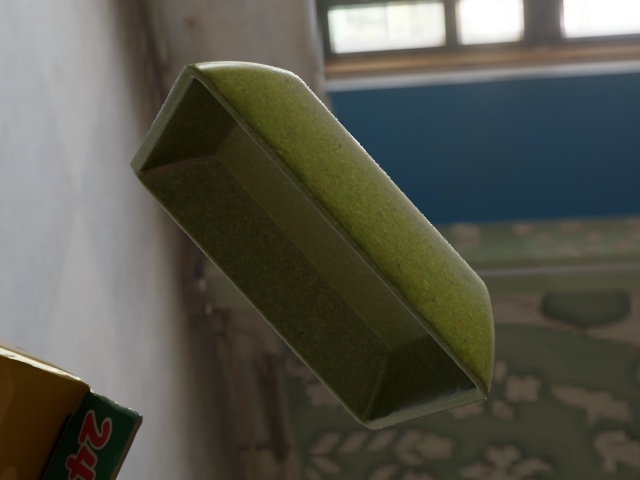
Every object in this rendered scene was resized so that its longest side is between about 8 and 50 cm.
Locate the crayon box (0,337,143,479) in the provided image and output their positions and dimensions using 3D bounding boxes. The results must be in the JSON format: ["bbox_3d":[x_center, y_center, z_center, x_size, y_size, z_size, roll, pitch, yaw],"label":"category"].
[{"bbox_3d":[-0.250,0.128,0.863,0.081,0.319,0.202,28,83,-44],"label":"crayon box"}]

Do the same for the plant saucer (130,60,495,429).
[{"bbox_3d":[0.000,0.000,0.742,0.188,0.045,0.188,48,-19,-1],"label":"plant saucer"}]
